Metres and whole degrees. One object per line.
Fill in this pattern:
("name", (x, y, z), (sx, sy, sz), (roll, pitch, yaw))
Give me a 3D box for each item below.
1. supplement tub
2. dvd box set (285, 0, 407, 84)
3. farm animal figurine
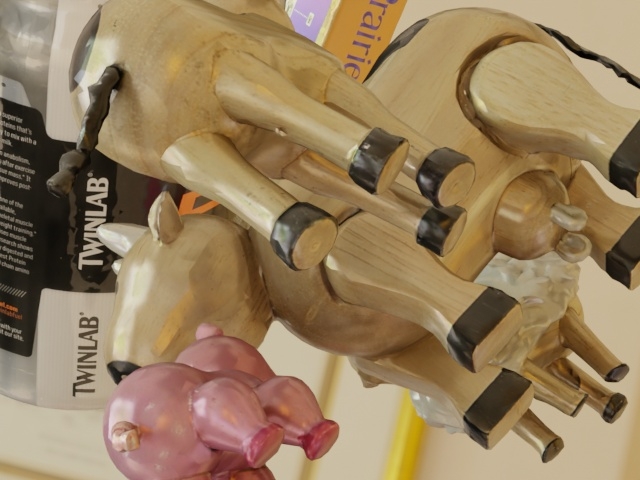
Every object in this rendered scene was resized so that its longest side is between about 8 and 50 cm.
("supplement tub", (-0.122, -0.075, 1.047), (0.194, 0.193, 0.316), (13, -47, 4))
("dvd box set", (-0.004, -0.309, 1.433), (0.062, 0.420, 0.307), (11, 18, -38))
("farm animal figurine", (0.000, 0.000, 0.754), (0.172, 0.327, 0.330), (35, -39, 26))
